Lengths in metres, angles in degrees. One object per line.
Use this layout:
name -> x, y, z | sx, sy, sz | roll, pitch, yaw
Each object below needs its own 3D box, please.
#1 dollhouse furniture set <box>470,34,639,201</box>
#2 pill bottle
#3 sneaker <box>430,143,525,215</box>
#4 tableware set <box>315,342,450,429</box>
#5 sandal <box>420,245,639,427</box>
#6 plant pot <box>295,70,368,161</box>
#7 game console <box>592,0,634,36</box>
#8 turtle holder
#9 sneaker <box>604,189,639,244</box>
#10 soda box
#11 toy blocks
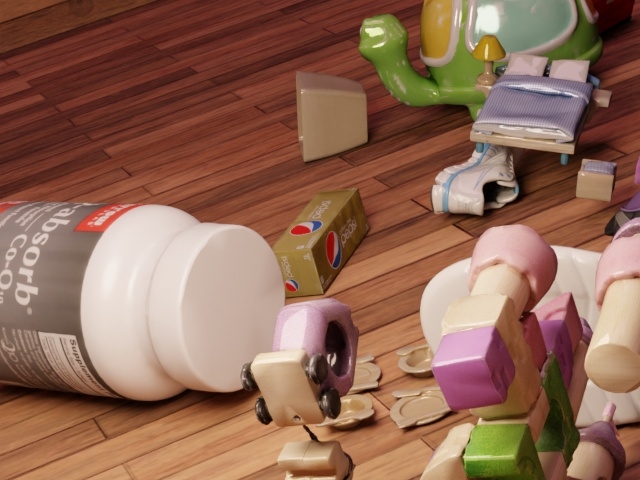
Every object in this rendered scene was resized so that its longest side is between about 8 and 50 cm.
dollhouse furniture set -> 0.305, -0.194, 1.937 | 0.303, 0.198, 0.286 | 9, 28, 16
pill bottle -> -0.229, 0.063, 1.753 | 0.363, 0.210, 0.210 | 2, 27, 37
sneaker -> 0.218, -0.076, 2.010 | 0.083, 0.071, 0.190 | 16, 38, 31
tableware set -> 0.064, 0.146, 1.611 | 0.141, 0.020, 0.169 | -12, 21, 8
sandal -> 0.296, 0.077, 1.453 | 0.416, 0.169, 0.102 | -1, 13, 23
plant pot -> 0.017, -0.183, 2.347 | 0.096, 0.109, 0.109 | -4, 21, -5
game console -> 0.414, -0.356, 2.526 | 0.085, 0.124, 0.144 | 35, 49, 30
turtle holder -> 0.234, -0.305, 2.319 | 0.320, 0.227, 0.243 | -6, 24, 22
sneaker -> 0.345, 0.036, 1.624 | 0.124, 0.107, 0.283 | -40, 16, 25
soda box -> 0.000, 0.000, 1.954 | 0.058, 0.061, 0.181 | -7, 23, 23
toy blocks -> 0.157, 0.119, 1.258 | 0.309, 0.289, 0.260 | -7, 29, 25
